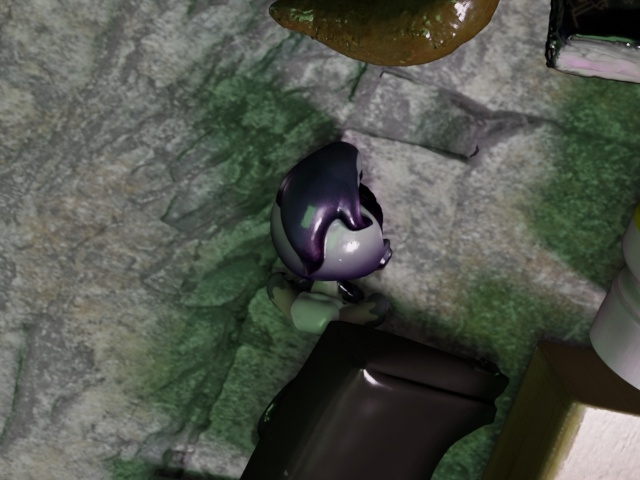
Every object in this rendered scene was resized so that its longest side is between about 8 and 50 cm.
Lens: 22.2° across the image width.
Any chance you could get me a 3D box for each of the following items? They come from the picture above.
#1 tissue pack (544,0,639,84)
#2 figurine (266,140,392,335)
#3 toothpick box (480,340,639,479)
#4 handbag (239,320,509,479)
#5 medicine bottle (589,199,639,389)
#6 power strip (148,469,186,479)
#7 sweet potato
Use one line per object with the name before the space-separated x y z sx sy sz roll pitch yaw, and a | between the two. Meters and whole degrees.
tissue pack | 0.347 -0.299 1.541 0.245 0.123 0.332 8 71 0
figurine | 0.000 0.000 1.797 0.145 0.145 0.222 5 117 5
toothpick box | 0.277 0.291 1.859 0.190 0.187 0.308 13 111 -15
handbag | 0.058 0.232 1.868 0.257 0.113 0.285 13 117 -34
medicine bottle | 0.440 -0.021 1.687 0.214 0.213 0.378 21 114 -3
power strip | -0.115 0.369 2.029 0.216 0.061 0.145 10 122 3
sweet potato | 0.107 -0.249 1.693 0.310 0.098 0.124 -22 89 18
